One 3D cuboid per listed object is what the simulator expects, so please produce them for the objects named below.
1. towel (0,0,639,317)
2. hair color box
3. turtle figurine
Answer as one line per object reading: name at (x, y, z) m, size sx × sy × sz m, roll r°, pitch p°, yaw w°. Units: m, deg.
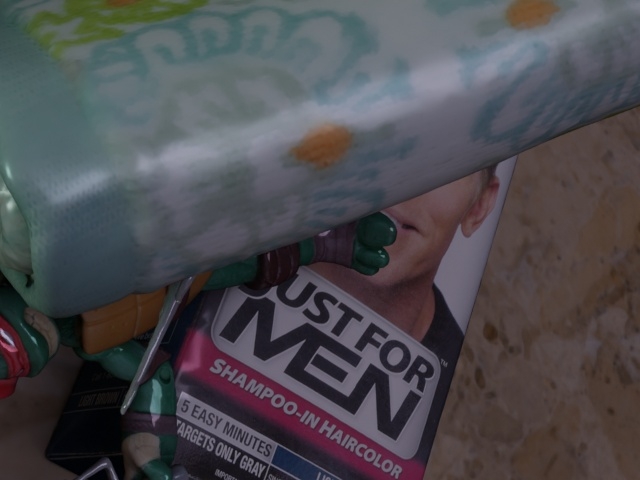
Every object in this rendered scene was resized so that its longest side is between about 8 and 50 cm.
towel at (-0.026, -0.117, 0.511) m, size 0.320 × 0.374 × 0.090 m, roll -23°, pitch 123°, yaw -20°
hair color box at (0.000, 0.000, 0.712) m, size 0.174 × 0.105 × 0.347 m, roll 34°, pitch 61°, yaw -29°
turtle figurine at (-0.066, 0.016, 0.523) m, size 0.118 × 0.175 × 0.234 m, roll 41°, pitch 54°, yaw 21°
